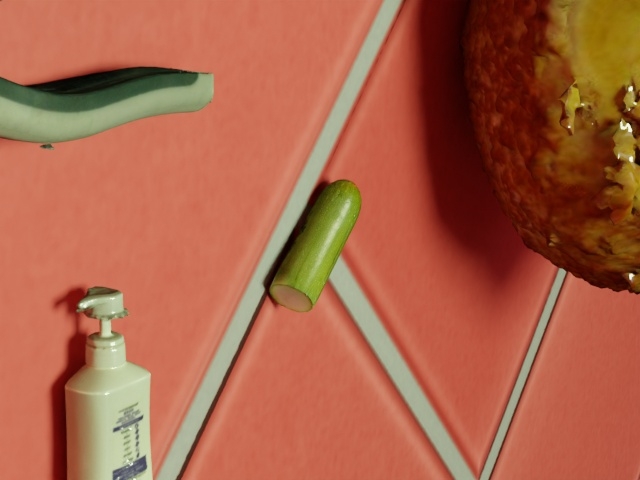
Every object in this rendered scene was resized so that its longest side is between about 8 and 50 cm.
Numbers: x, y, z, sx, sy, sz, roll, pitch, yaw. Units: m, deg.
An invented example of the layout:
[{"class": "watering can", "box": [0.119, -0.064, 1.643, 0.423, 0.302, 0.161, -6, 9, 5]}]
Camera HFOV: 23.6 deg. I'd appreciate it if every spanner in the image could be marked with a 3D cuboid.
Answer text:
[{"class": "spanner", "box": [-0.134, -0.075, 0.573, 0.325, 0.040, 0.095, -18, 114, -60]}]

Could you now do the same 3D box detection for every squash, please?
[{"class": "squash", "box": [0.000, 0.000, 0.852, 0.083, 0.027, 0.027, -62, 147, -31]}]

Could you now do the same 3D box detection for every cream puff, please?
[{"class": "cream puff", "box": [0.224, -0.134, 1.002, 0.350, 0.229, 0.350, -22, 129, -31]}]

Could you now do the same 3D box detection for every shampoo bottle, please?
[{"class": "shampoo bottle", "box": [-0.097, 0.089, 0.701, 0.049, 0.034, 0.141, -18, 115, -50]}]
